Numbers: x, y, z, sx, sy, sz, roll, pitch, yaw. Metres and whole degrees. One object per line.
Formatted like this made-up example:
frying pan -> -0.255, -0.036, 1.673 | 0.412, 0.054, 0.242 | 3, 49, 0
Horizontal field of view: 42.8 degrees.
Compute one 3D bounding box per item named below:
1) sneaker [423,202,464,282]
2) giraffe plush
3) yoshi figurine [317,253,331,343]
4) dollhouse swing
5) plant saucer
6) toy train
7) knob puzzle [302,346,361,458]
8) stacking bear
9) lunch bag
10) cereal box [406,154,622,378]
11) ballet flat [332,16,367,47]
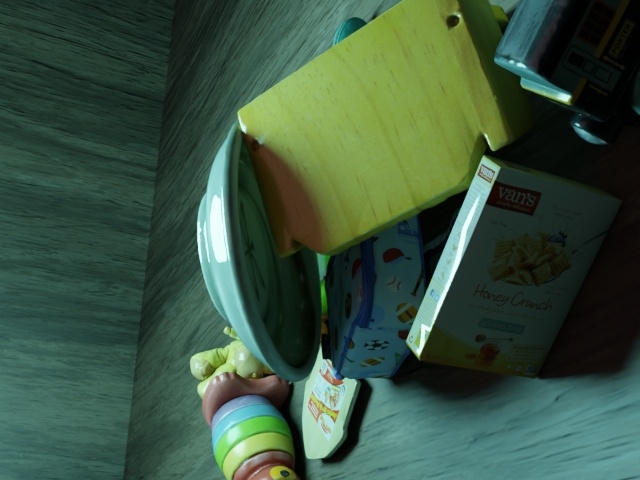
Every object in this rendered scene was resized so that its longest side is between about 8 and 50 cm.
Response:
sneaker -> 0.209, 0.018, 1.102 | 0.224, 0.083, 0.098 | 122, 142, -61
giraffe plush -> -0.144, 0.258, 1.717 | 0.170, 0.181, 0.210 | -29, 17, 48
yoshi figurine -> -0.012, 0.001, 1.483 | 0.203, 0.203, 0.362 | 32, 106, 49
dollhouse swing -> 0.125, -0.155, 1.123 | 0.346, 0.305, 0.315 | -27, 70, 31
plant saucer -> -0.098, 0.017, 1.226 | 0.400, 0.100, 0.401 | -11, -90, -77
toy train -> 0.316, -0.263, 0.805 | 0.334, 0.190, 0.142 | -64, 26, 14
knob puzzle -> 0.016, 0.299, 1.445 | 0.213, 0.030, 0.213 | -41, 43, 53
stacking bear -> -0.114, 0.410, 1.546 | 0.164, 0.175, 0.289 | -63, 34, 26
lunch bag -> 0.072, 0.069, 1.256 | 0.303, 0.114, 0.243 | 109, 159, -58
cereal box -> 0.218, 0.037, 0.930 | 0.047, 0.173, 0.240 | -125, 51, -60
ballet flat -> 0.060, -0.325, 1.598 | 0.087, 0.083, 0.247 | 111, 162, -56
